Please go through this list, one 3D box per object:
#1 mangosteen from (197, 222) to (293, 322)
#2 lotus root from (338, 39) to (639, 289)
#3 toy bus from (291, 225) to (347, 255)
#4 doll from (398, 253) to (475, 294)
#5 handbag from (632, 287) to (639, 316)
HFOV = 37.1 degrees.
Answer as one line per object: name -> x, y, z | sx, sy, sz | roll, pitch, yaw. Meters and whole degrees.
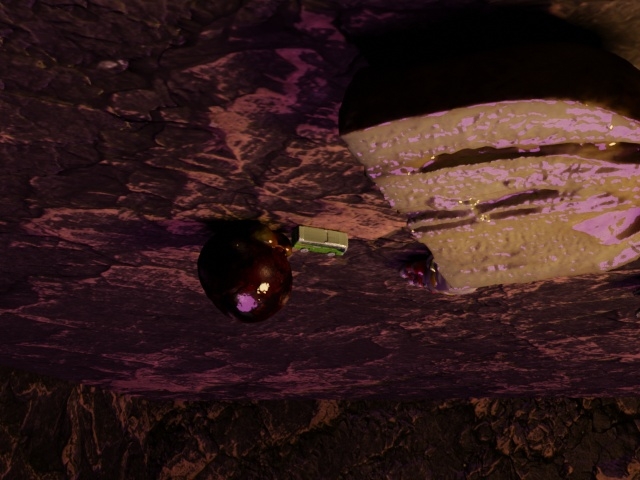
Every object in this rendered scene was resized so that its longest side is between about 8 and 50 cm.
mangosteen -> -0.102, 0.043, 1.386 | 0.152, 0.152, 0.152 | 2, 164, 0
lotus root -> 0.193, -0.092, 0.865 | 0.260, 0.149, 0.267 | -12, 142, 28
toy bus -> 0.000, 0.000, 1.398 | 0.083, 0.031, 0.037 | 8, 153, -21
doll -> 0.193, 0.051, 1.493 | 0.094, 0.079, 0.180 | 46, 151, -21
handbag -> 0.678, 0.087, 1.544 | 0.260, 0.079, 0.247 | 9, 162, -21
